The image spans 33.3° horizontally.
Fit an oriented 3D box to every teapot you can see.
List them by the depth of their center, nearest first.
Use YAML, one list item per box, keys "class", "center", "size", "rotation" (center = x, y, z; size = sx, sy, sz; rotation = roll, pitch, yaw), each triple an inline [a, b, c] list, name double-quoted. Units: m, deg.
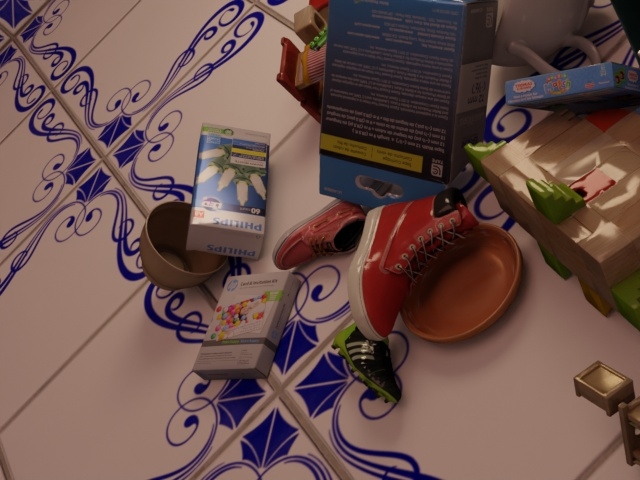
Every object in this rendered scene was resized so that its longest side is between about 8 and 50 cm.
- class: "teapot"
  center: [0.350, -0.389, 1.709]
  size: [0.252, 0.187, 0.256]
  rotation: [-126, 41, -72]

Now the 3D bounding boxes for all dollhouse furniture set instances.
- class: "dollhouse furniture set"
  center: [0.417, 0.193, 1.220]
  size: [0.161, 0.101, 0.182]
  rotation: [-29, 33, -20]
- class: "dollhouse furniture set"
  center: [0.047, -0.419, 2.031]
  size: [0.201, 0.152, 0.374]
  rotation: [-23, 45, 27]

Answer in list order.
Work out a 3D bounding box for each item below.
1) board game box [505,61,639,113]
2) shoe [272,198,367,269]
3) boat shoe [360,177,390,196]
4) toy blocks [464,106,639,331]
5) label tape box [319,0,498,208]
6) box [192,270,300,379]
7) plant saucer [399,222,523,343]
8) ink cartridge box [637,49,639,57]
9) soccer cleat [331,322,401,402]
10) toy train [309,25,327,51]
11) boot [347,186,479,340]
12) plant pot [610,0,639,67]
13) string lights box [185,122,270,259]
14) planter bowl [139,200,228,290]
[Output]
- class: "board game box"
  center: [0.383, -0.211, 1.507]
  size: [0.160, 0.211, 0.039]
  rotation: [-6, 87, 40]
- class: "shoe"
  center: [0.000, 0.000, 1.775]
  size: [0.178, 0.063, 0.081]
  rotation: [-37, 33, 4]
- class: "boat shoe"
  center: [0.098, -0.150, 1.820]
  size: [0.066, 0.063, 0.184]
  rotation: [4, 59, 45]
- class: "toy blocks"
  center: [0.403, -0.081, 1.412]
  size: [0.261, 0.190, 0.381]
  rotation: [-34, 38, -4]
- class: "label tape box"
  center: [0.132, -0.223, 1.702]
  size: [0.249, 0.347, 0.115]
  rotation: [16, 25, 33]
- class: "box"
  center: [-0.123, 0.142, 1.784]
  size: [0.145, 0.038, 0.186]
  rotation: [-7, 51, 39]
- class: "plant saucer"
  center: [0.206, 0.065, 1.547]
  size: [0.200, 0.037, 0.200]
  rotation: [-25, 42, 24]
- class: "ink cartridge box"
  center: [0.494, -0.222, 1.422]
  size: [0.060, 0.180, 0.104]
  rotation: [-47, 37, -1]
- class: "soccer cleat"
  center: [0.077, 0.170, 1.556]
  size: [0.072, 0.060, 0.179]
  rotation: [-44, 35, 0]
- class: "toy train"
  center: [0.014, -0.364, 1.879]
  size: [0.083, 0.017, 0.024]
  rotation: [-47, 50, 0]
- class: "boot"
  center: [0.140, 0.027, 1.546]
  size: [0.176, 0.088, 0.244]
  rotation: [-15, 43, 32]
- class: "plant pot"
  center: [0.556, -0.371, 1.522]
  size: [0.166, 0.165, 0.234]
  rotation: [6, 52, 46]
- class: "string lights box"
  center: [-0.166, -0.091, 1.950]
  size: [0.076, 0.133, 0.259]
  rotation: [107, 167, -47]
- class: "planter bowl"
  center: [-0.261, 0.024, 1.942]
  size: [0.109, 0.162, 0.162]
  rotation: [-50, 28, 41]
